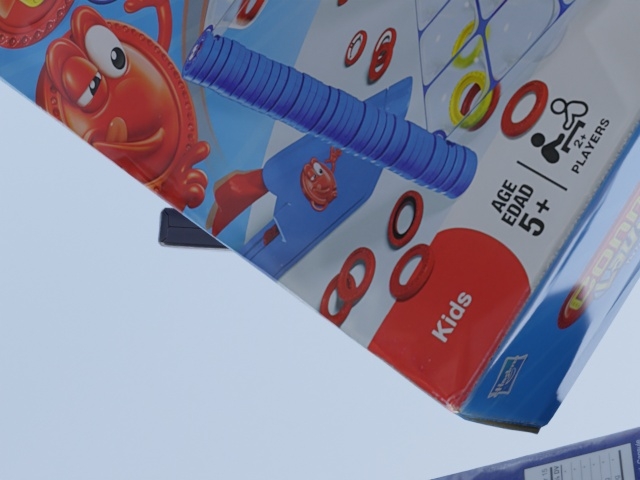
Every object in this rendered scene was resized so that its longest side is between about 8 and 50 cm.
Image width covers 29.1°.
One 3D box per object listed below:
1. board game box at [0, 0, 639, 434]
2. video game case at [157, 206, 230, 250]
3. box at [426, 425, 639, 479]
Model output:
[{"bbox_3d":[0.033,-0.138,0.478,0.302,0.086,0.308,34,-83,31],"label":"board game box"},{"bbox_3d":[0.000,0.000,0.790,0.196,0.274,0.026,3,-90,-5],"label":"video game case"},{"bbox_3d":[0.083,0.153,0.497,0.036,0.225,0.136,51,-149,-38],"label":"box"}]
